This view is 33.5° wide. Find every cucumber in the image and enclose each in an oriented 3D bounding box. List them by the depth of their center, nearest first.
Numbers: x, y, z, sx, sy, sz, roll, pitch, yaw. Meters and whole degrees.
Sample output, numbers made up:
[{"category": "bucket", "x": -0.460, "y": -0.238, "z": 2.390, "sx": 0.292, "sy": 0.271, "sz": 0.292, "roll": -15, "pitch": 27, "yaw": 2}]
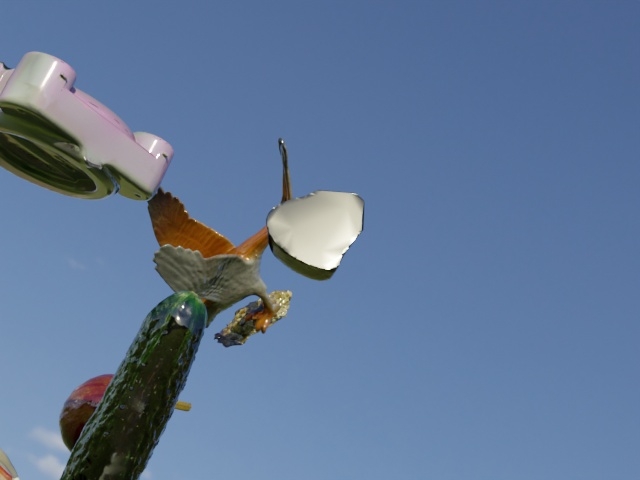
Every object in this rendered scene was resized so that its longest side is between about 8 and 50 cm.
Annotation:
[{"category": "cucumber", "x": -0.178, "y": 0.160, "z": 1.050, "sx": 0.074, "sy": 0.241, "sz": 0.074, "roll": 27, "pitch": -1, "yaw": 1}]

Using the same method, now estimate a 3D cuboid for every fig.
[{"category": "fig", "x": -0.354, "y": 0.304, "z": 1.870, "sx": 0.175, "sy": 0.175, "sz": 0.207, "roll": 35, "pitch": -51, "yaw": -17}]

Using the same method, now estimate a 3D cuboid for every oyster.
[{"category": "oyster", "x": -0.132, "y": 0.149, "z": 2.099, "sx": 0.056, "sy": 0.177, "sz": 0.105, "roll": 63, "pitch": -1, "yaw": -15}]

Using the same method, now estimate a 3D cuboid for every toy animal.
[{"category": "toy animal", "x": -0.132, "y": 0.011, "z": 1.864, "sx": 0.284, "sy": 0.225, "sz": 0.302, "roll": -27, "pitch": -62, "yaw": -2}]

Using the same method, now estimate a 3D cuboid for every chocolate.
[{"category": "chocolate", "x": 0.000, "y": 0.000, "z": 1.555, "sx": 0.149, "sy": 0.125, "sz": 0.080, "roll": -20, "pitch": -20, "yaw": -15}]

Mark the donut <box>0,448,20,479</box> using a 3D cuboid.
[{"category": "donut", "x": -0.627, "y": 0.472, "z": 1.665, "sx": 0.142, "sy": 0.382, "sz": 0.382, "roll": 27, "pitch": -22, "yaw": 45}]

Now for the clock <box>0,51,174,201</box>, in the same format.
[{"category": "clock", "x": -0.327, "y": -0.128, "z": 1.294, "sx": 0.248, "sy": 0.090, "sz": 0.227, "roll": 4, "pitch": -27, "yaw": 45}]
